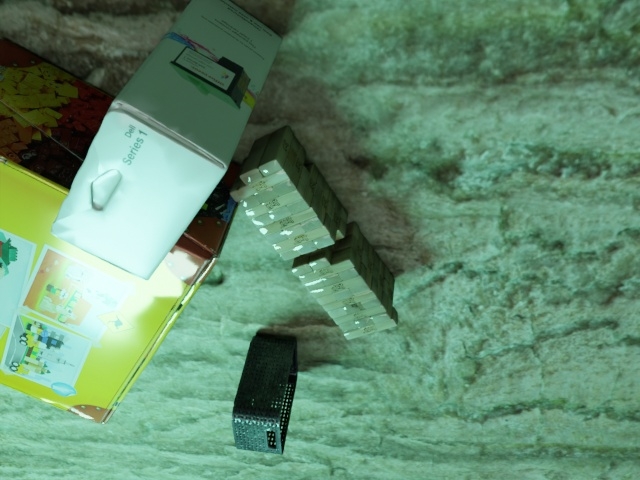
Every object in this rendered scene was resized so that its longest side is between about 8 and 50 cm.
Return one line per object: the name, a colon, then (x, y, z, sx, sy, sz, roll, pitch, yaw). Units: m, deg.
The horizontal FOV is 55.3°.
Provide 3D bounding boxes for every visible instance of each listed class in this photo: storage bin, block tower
storage bin: (-0.095, 0.273, 1.091, 0.084, 0.180, 0.122, 5, 132, 5)
block tower: (0.000, 0.000, 0.892, 0.091, 0.097, 0.335, -20, 123, 25)

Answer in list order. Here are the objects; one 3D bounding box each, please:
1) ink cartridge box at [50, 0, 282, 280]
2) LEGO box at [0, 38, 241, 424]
ink cartridge box: (-0.162, -0.124, 0.682, 0.117, 0.278, 0.201, 30, 130, -16)
LEGO box: (-0.391, 0.028, 0.915, 0.372, 0.193, 0.500, 28, 130, -15)
